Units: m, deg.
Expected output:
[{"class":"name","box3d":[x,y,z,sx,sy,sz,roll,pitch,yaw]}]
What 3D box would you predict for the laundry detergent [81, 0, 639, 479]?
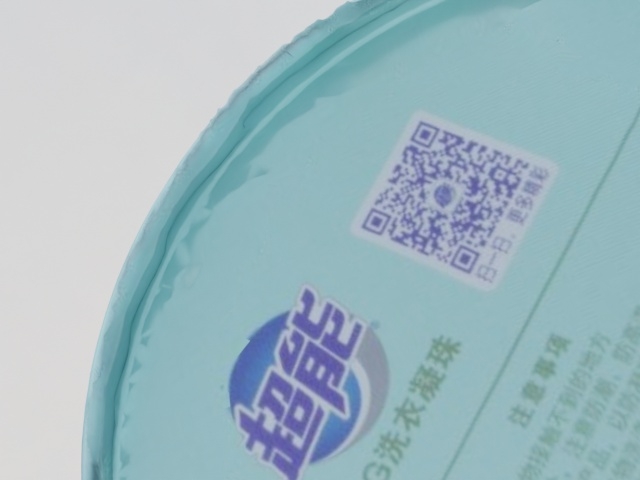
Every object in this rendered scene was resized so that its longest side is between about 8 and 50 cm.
[{"class":"laundry detergent","box3d":[0.114,0.097,0.629,0.305,0.287,0.287,54,-149,-60]}]
